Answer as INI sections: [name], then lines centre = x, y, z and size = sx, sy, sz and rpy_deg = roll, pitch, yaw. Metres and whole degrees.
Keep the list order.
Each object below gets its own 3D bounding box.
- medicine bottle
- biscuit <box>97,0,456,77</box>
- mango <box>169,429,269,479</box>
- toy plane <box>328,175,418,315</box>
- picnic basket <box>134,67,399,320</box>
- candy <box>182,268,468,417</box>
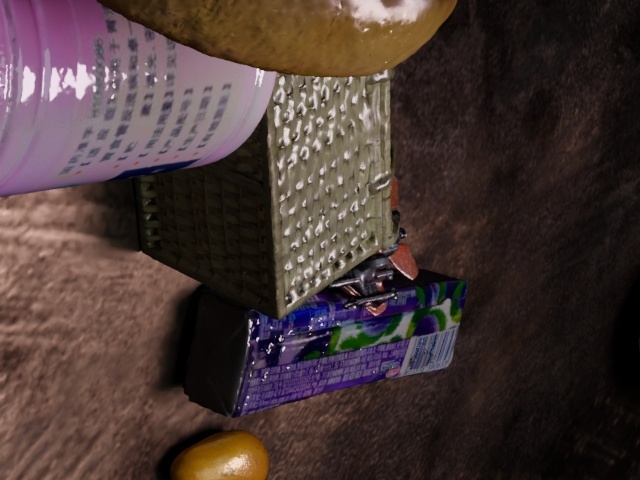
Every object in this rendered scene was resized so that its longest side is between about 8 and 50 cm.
[medicine bottle]
centre = -0.158, -0.100, 0.840
size = 0.254, 0.152, 0.152
rpy_deg = -12, 119, -50
[biscuit]
centre = -0.061, -0.191, 0.811
size = 0.296, 0.296, 0.102
rpy_deg = -15, 148, -50
[mango]
centre = -0.079, 0.174, 1.213
size = 0.089, 0.046, 0.060
rpy_deg = 6, 103, -42
[toy plane]
centre = 0.003, -0.001, 1.190
size = 0.189, 0.061, 0.130
rpy_deg = -10, 87, -51
[picnic basket]
centre = -0.029, -0.079, 1.049
size = 0.154, 0.134, 0.196
rpy_deg = -36, 135, -39
[candy]
centre = 0.013, 0.074, 1.262
size = 0.312, 0.061, 0.088
rpy_deg = -4, 111, -54
